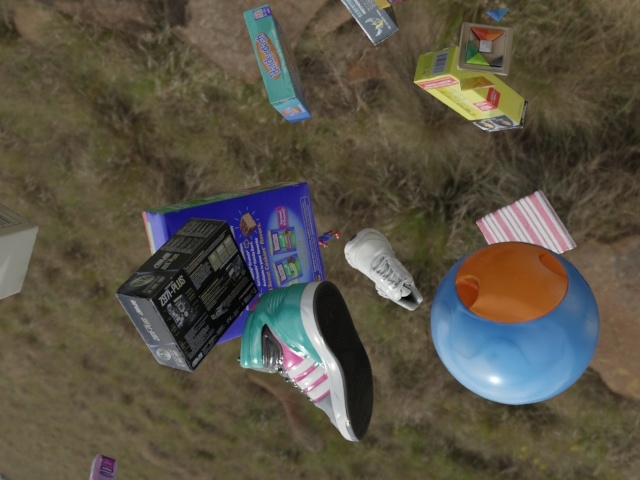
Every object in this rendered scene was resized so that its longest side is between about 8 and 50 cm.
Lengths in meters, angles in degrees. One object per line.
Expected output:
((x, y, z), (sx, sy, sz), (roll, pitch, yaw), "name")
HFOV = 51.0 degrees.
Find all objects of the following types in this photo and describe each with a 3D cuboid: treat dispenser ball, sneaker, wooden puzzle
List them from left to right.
((-0.034, 0.189, 1.040), (0.178, 0.124, 0.295), (-1, 122, 29), "sneaker")
((0.161, 0.073, 1.617), (0.292, 0.110, 0.118), (44, -179, -45), "sneaker")
((0.226, -0.262, 0.916), (0.079, 0.116, 0.014), (1, 176, 0), "wooden puzzle")
((0.342, 0.144, 1.196), (0.288, 0.288, 0.288), (24, 152, 13), "treat dispenser ball")

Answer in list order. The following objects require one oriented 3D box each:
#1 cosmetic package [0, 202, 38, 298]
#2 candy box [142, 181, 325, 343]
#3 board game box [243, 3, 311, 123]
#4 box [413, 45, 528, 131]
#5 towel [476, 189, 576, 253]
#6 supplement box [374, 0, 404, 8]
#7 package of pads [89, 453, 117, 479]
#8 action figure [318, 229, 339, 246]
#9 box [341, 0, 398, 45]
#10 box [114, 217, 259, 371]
((-0.507, 0.024, 0.775), (0.160, 0.309, 0.113), (28, 109, 13), "cosmetic package")
((-0.161, 0.040, 1.330), (0.122, 0.317, 0.268), (4, 106, 56), "candy box")
((-0.071, -0.303, 1.187), (0.047, 0.160, 0.210), (-16, 178, 6), "board game box")
((0.278, -0.270, 1.221), (0.232, 0.058, 0.087), (23, 167, -40), "box")
((0.445, -0.018, 1.463), (0.144, 0.029, 0.197), (57, 143, -1), "towel")
((0.150, -0.486, 1.002), (0.194, 0.191, 0.129), (-9, 161, 27), "supplement box")
((-0.454, 0.490, 1.404), (0.050, 0.032, 0.083), (30, -165, -22), "package of pads")
((0.000, 0.000, 1.693), (0.038, 0.115, 0.030), (18, 114, 38), "action figure")
((0.049, -0.492, 1.220), (0.059, 0.183, 0.233), (-32, 125, 22), "box")
((-0.192, 0.078, 1.004), (0.078, 0.180, 0.147), (6, 132, 34), "box")
